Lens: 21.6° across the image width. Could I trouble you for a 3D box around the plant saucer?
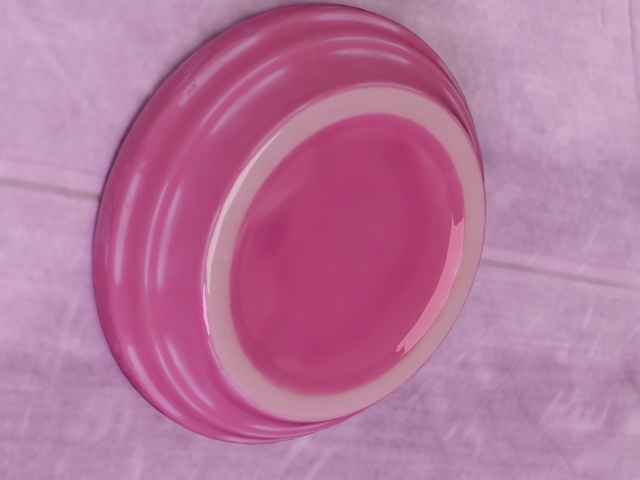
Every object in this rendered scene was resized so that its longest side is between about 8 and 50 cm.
[{"bbox_3d":[0.000,0.000,1.201,0.332,0.084,0.332,-16,117,-33],"label":"plant saucer"}]
